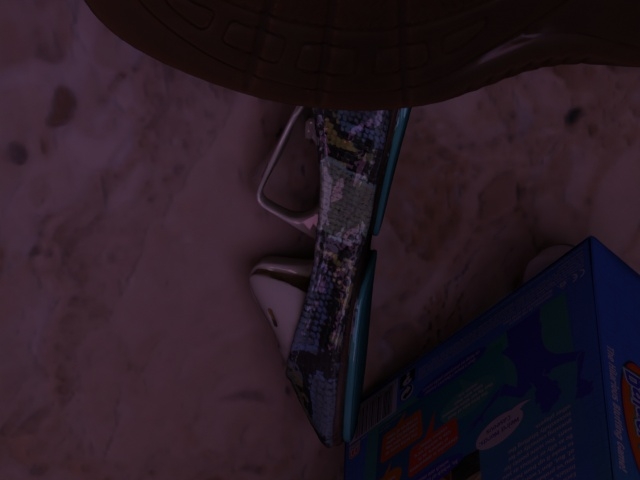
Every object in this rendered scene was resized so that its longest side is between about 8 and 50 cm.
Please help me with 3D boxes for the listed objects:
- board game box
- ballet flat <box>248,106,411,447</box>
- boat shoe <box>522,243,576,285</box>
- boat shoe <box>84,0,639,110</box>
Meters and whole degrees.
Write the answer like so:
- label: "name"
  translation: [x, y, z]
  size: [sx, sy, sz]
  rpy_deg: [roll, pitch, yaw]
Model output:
- label: "board game box"
  translation: [0.076, 0.117, 0.787]
  size: [0.047, 0.210, 0.160]
  rpy_deg: [37, 123, -24]
- label: "ballet flat"
  translation: [0.000, 0.000, 0.842]
  size: [0.070, 0.070, 0.188]
  rpy_deg: [5, 103, -19]
- label: "boat shoe"
  translation: [0.162, 0.068, 0.910]
  size: [0.063, 0.066, 0.184]
  rpy_deg: [-42, 109, -25]
- label: "boat shoe"
  translation: [0.056, -0.133, 0.785]
  size: [0.341, 0.110, 0.121]
  rpy_deg: [-1, 128, -21]
